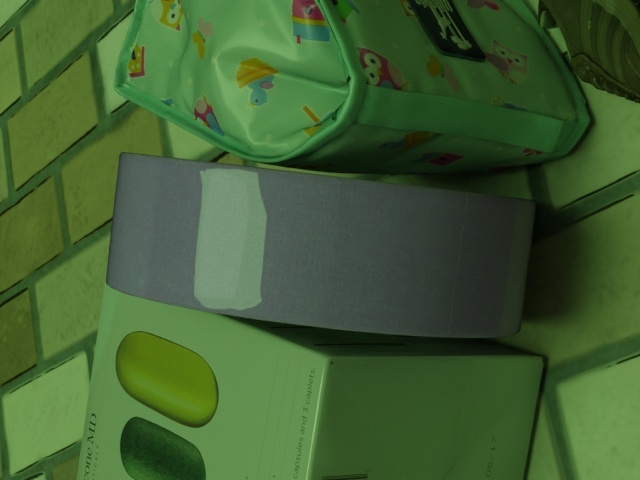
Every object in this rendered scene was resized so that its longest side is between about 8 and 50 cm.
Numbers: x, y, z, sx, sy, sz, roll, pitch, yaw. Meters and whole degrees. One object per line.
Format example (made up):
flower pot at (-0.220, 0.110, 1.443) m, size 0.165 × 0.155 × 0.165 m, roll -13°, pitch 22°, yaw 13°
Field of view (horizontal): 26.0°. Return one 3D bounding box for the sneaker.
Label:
sneaker at (0.199, -0.117, 0.869) m, size 0.188 × 0.066 × 0.071 m, roll -119°, pitch 33°, yaw -40°

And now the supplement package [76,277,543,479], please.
supplement package at (-0.018, 0.146, 0.983) m, size 0.263 × 0.198 × 0.199 m, roll 16°, pitch 99°, yaw 50°

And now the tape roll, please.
tape roll at (0.000, 0.000, 0.917) m, size 0.275 × 0.275 × 0.090 m, roll 9°, pitch 93°, yaw 50°

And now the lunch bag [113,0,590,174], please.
lunch bag at (0.023, -0.120, 0.941) m, size 0.262 × 0.223 × 0.160 m, roll 25°, pitch 105°, yaw 48°
